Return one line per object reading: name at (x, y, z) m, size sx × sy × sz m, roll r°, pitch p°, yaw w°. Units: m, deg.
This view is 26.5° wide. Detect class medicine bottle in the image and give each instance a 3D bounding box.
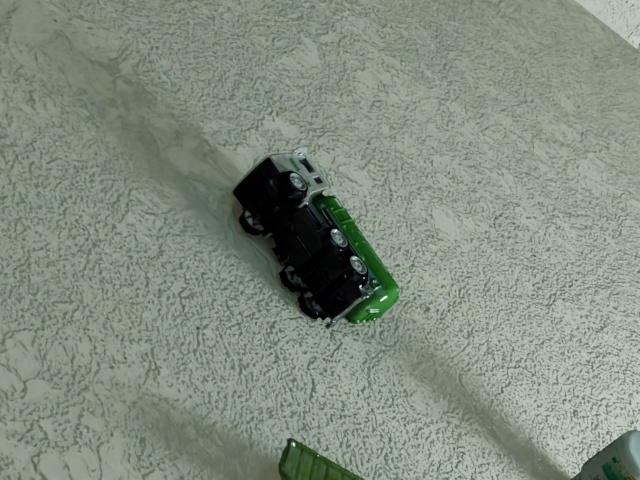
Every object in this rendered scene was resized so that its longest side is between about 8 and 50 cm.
medicine bottle at (0.381, 0.311, 1.765) m, size 0.080 × 0.130 × 0.080 m, roll 27°, pitch 37°, yaw -23°

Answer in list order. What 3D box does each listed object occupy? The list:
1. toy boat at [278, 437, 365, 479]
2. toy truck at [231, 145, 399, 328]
toy boat at (0.064, 0.318, 1.510) m, size 0.293 × 0.055 × 0.093 m, roll 34°, pitch 37°, yaw -15°
toy truck at (0.000, 0.000, 1.737) m, size 0.242 × 0.101 × 0.125 m, roll 55°, pitch 32°, yaw 10°
